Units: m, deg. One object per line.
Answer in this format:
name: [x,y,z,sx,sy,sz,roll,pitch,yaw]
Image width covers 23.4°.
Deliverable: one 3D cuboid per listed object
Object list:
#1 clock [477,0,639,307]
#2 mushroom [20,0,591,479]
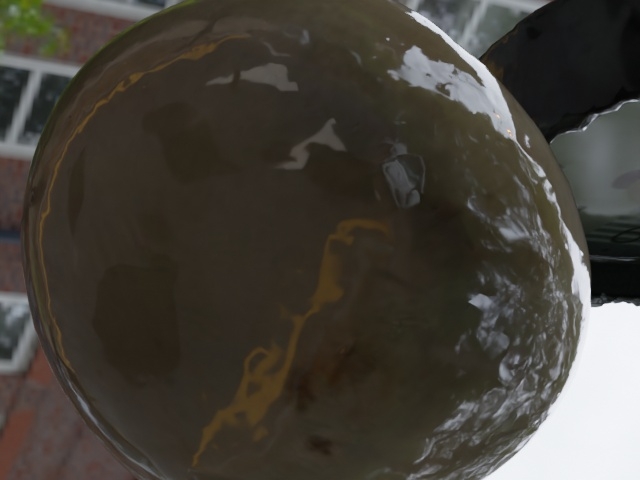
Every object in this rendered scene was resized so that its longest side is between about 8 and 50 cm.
clock: [0.212,-0.047,0.724,0.312,0.313,0.061,-34,-124,49]
mushroom: [0.000,0.000,0.562,0.204,0.204,0.204,-15,-108,55]
